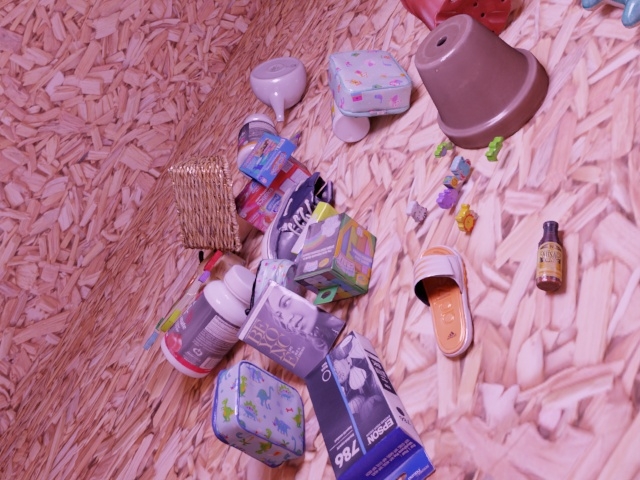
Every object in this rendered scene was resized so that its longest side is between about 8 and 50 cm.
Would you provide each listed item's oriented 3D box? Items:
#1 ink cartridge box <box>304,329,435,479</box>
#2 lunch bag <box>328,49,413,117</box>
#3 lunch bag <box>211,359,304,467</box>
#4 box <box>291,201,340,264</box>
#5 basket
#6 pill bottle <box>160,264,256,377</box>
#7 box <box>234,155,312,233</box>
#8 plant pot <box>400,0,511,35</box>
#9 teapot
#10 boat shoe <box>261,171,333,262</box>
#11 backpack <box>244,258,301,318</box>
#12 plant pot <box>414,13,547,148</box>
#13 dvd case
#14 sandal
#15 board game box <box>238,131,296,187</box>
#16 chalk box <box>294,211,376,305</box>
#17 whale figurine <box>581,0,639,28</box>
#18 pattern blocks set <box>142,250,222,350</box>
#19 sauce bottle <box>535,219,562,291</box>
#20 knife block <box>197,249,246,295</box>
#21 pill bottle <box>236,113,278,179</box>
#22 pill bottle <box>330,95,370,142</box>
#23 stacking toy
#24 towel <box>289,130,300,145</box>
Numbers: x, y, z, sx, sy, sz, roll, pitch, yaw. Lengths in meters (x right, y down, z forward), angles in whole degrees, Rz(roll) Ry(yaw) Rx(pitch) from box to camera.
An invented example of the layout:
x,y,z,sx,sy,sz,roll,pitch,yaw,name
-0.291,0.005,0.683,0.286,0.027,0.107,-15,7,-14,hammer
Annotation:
x,y,z,sx,sy,sz,roll,pitch,yaw,name
0.077,0.341,0.997,0.165,0.065,0.332,-47,33,12,ink cartridge box
0.148,-0.469,1.537,0.279,0.224,0.107,-106,14,-45,lunch bag
-0.127,0.365,1.096,0.090,0.219,0.176,-32,38,22,lunch bag
0.000,0.000,1.376,0.042,0.109,0.178,18,76,53,box
-0.333,-0.130,1.704,0.223,0.298,0.213,1,21,19,basket
-0.300,0.229,1.496,0.318,0.176,0.176,-49,32,9,pill bottle
-0.160,-0.168,1.730,0.257,0.128,0.122,-48,31,12,box
0.370,-0.667,1.397,0.272,0.273,0.264,-36,44,28,plant pot
-0.163,-0.632,2.137,0.256,0.187,0.253,-38,46,-22,teapot
-0.061,-0.054,1.488,0.158,0.127,0.340,-32,37,45,boat shoe
-0.115,0.138,1.351,0.115,0.152,0.181,5,80,17,backpack
0.339,-0.379,1.172,0.263,0.229,0.262,-34,36,29,plant pot
-0.074,0.214,1.234,0.221,0.018,0.164,28,82,20,dvd case
0.233,0.096,1.006,0.102,0.076,0.265,-35,36,28,sandal
-0.177,-0.267,1.678,0.160,0.047,0.210,-55,31,0,board game box
0.035,0.064,1.251,0.133,0.132,0.212,-18,48,43,chalk box
0.627,-0.549,1.031,0.216,0.141,0.271,-23,44,40,whale figurine
-0.431,0.193,1.609,0.325,0.026,0.285,-45,14,26,pattern blocks set
0.396,0.024,0.891,0.042,0.042,0.128,-18,48,44,sauce bottle
-0.375,0.118,1.786,0.242,0.088,0.275,-10,53,50,knife block
-0.239,-0.368,1.994,0.162,0.162,0.278,-39,35,24,pill bottle
0.091,-0.416,1.642,0.118,0.118,0.208,-36,36,28,pill bottle
0.301,-0.129,1.148,0.167,0.052,0.221,13,74,55,stacking toy
-0.102,-0.379,1.967,0.060,0.009,0.083,-26,41,39,towel
